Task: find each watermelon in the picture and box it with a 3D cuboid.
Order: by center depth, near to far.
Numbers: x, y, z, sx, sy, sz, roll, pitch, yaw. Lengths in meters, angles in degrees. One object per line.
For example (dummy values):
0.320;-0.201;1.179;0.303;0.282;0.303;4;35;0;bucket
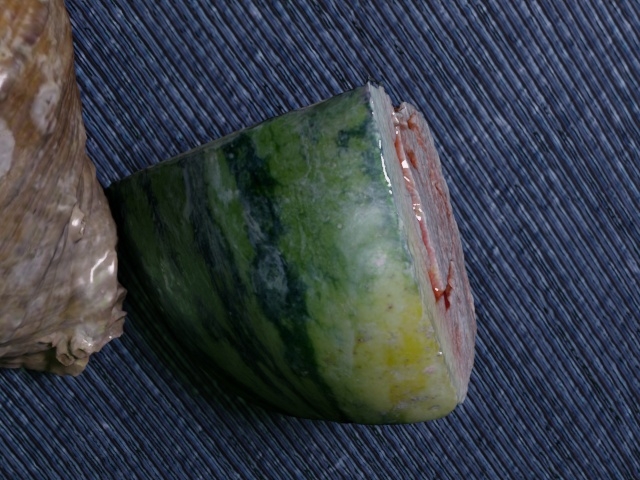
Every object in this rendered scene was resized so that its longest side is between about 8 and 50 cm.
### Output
0.000;0.000;0.679;0.261;0.201;0.213;-7;109;42;watermelon

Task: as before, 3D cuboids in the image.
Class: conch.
-0.267;-0.041;0.610;0.297;0.210;0.352;-23;100;17;conch
